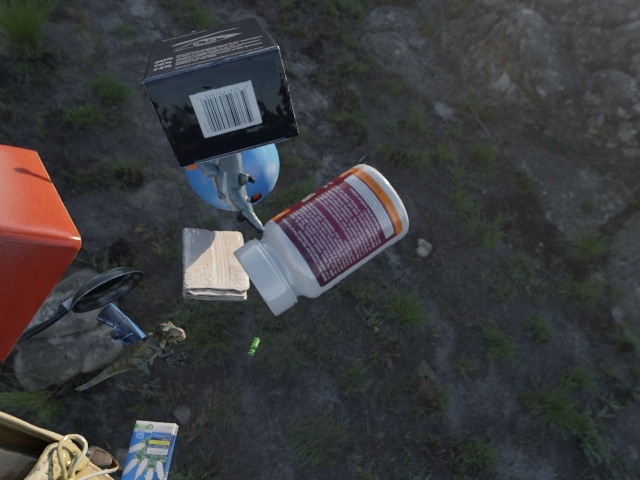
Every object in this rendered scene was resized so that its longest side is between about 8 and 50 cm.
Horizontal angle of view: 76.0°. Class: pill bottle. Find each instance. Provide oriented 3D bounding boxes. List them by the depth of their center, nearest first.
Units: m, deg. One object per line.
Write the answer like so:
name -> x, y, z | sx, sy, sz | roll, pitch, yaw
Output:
pill bottle -> 0.000, 0.000, 1.021 | 0.392, 0.224, 0.224 | -33, 71, -11

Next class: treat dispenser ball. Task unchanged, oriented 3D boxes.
treat dispenser ball -> -0.272, -0.236, 1.267 | 0.289, 0.288, 0.287 | 8, 56, -11

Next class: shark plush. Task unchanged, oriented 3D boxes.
shark plush -> -0.132, -0.087, 0.632 | 0.073, 0.067, 0.161 | 9, 57, -61

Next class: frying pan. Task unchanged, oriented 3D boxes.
frying pan -> -0.637, 0.168, 1.110 | 0.326, 0.197, 0.053 | -33, 82, -12

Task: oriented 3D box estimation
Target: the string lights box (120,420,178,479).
string lights box -> -0.574, 0.749, 1.363 | 0.134, 0.076, 0.259 | 7, 59, -7

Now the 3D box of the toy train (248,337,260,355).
toy train -> -0.253, 0.407, 1.573 | 0.017, 0.024, 0.083 | 56, 31, -25

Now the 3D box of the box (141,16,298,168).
box -> -0.129, -0.202, 0.534 | 0.153, 0.108, 0.207 | -16, 39, -4

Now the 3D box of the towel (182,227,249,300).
towel -> -0.314, 0.062, 1.216 | 0.187, 0.049, 0.282 | 6, 40, -25

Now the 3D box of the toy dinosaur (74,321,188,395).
toy dinosaur -> -0.352, 0.250, 0.832 | 0.118, 0.268, 0.064 | 46, 15, -35

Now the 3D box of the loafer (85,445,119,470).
loafer -> -0.644, 0.645, 1.205 | 0.062, 0.170, 0.062 | 8, 57, -1

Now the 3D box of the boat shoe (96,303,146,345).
boat shoe -> -0.732, 0.337, 1.520 | 0.258, 0.109, 0.089 | 27, 61, 32

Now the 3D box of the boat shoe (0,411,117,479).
boat shoe -> -0.318, 0.232, 0.403 | 0.285, 0.089, 0.104 | 31, 25, -17

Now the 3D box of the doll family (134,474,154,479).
doll family -> -0.364, 0.563, 0.867 | 0.193, 0.075, 0.111 | 15, 16, 23

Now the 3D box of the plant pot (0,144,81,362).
plant pot -> -0.569, 0.001, 0.594 | 0.267, 0.267, 0.236 | 46, 14, 28
